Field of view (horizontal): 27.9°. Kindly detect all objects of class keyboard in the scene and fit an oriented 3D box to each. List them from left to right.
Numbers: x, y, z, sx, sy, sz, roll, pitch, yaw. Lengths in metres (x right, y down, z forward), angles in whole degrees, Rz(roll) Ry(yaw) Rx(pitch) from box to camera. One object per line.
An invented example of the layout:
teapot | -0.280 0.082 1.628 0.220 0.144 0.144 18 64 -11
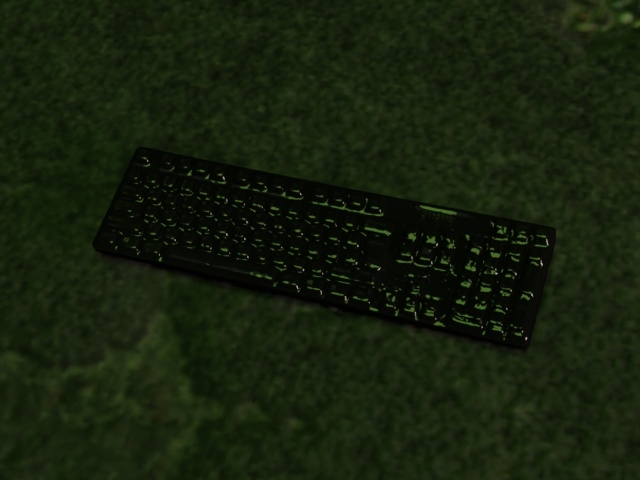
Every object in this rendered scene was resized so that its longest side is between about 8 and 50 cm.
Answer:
keyboard | 0.000 0.000 0.585 0.205 0.013 0.061 12 61 15
